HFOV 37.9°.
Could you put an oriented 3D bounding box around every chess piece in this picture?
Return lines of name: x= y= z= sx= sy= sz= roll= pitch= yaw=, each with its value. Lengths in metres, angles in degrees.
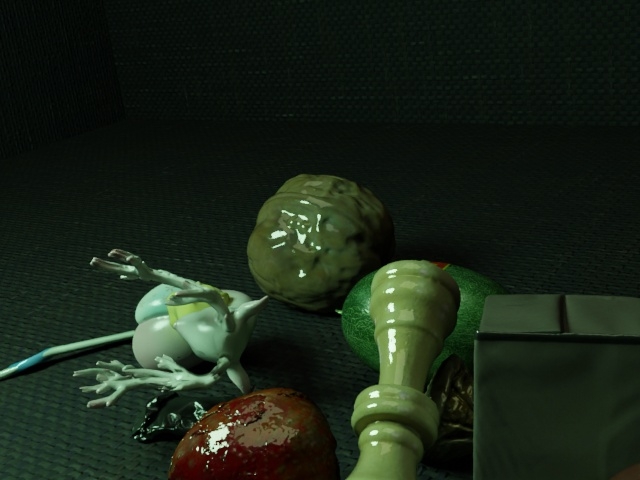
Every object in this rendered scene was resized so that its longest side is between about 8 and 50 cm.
chess piece: x=0.084 y=0.209 z=1.059 sx=0.117 sy=0.117 sz=0.397 roll=-1 pitch=49 yaw=18

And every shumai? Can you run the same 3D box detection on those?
shumai: x=0.180 y=0.226 z=1.167 sx=0.116 sy=0.145 sz=0.145 roll=21 pitch=26 yaw=12

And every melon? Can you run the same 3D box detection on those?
melon: x=0.150 y=0.121 z=1.345 sx=0.288 sy=0.182 sz=0.182 roll=2 pitch=21 yaw=25

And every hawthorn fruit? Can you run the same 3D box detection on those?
hawthorn fruit: x=-0.091 y=0.261 z=1.047 sx=0.235 sy=0.181 sz=0.181 roll=-15 pitch=20 yaw=-16

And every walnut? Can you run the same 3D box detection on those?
walnut: x=-0.001 y=0.003 z=1.677 sx=0.273 sy=0.273 sz=0.227 roll=-1 pitch=-11 yaw=18

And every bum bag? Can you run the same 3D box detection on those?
bum bag: x=-0.171 y=0.244 z=1.315 sx=0.198 sy=0.049 sz=0.087 roll=-2 pitch=24 yaw=13

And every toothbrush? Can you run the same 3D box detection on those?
toothbrush: x=-0.482 y=0.206 z=1.584 sx=0.386 sy=0.040 sz=0.040 roll=-11 pitch=19 yaw=-22

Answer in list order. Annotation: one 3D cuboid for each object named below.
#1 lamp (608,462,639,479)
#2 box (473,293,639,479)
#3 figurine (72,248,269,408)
lamp: x=0.315 y=0.299 z=0.791 sx=0.180 sy=0.180 sz=0.258 roll=-4 pitch=25 yaw=11
box: x=0.256 y=0.193 z=0.995 sx=0.188 sy=0.252 sz=0.153 roll=0 pitch=15 yaw=16
figurine: x=-0.211 y=0.138 z=1.348 sx=0.284 sy=0.206 sz=0.316 roll=7 pitch=-8 yaw=-20
